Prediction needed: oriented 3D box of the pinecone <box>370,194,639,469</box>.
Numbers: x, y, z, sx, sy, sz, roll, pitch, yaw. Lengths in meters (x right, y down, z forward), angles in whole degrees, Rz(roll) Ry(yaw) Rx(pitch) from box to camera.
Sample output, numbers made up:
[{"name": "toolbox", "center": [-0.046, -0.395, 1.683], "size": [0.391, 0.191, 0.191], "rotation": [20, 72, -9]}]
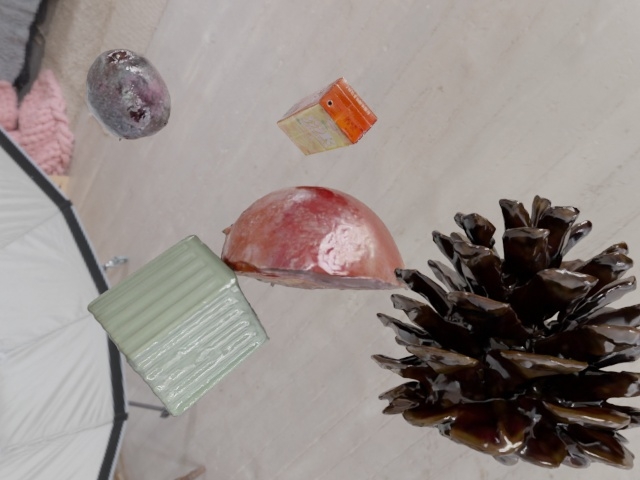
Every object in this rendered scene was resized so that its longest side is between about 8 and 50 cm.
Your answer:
[{"name": "pinecone", "center": [0.137, 0.063, 0.362], "size": [0.208, 0.208, 0.207], "rotation": [3, 94, 37]}]

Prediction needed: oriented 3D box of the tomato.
[{"name": "tomato", "center": [-0.003, -0.005, 0.825], "size": [0.309, 0.309, 0.170], "rotation": [-3, 81, 38]}]

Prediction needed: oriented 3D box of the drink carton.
[{"name": "drink carton", "center": [0.005, -0.219, 0.913], "size": [0.071, 0.096, 0.223], "rotation": [-49, 19, -13]}]

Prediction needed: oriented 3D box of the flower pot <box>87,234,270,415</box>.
[{"name": "flower pot", "center": [-0.220, 0.136, 0.788], "size": [0.209, 0.189, 0.239], "rotation": [17, 137, 52]}]

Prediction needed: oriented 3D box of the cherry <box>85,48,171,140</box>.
[{"name": "cherry", "center": [-0.423, -0.320, 1.097], "size": [0.195, 0.195, 0.195], "rotation": [3, 94, 37]}]
